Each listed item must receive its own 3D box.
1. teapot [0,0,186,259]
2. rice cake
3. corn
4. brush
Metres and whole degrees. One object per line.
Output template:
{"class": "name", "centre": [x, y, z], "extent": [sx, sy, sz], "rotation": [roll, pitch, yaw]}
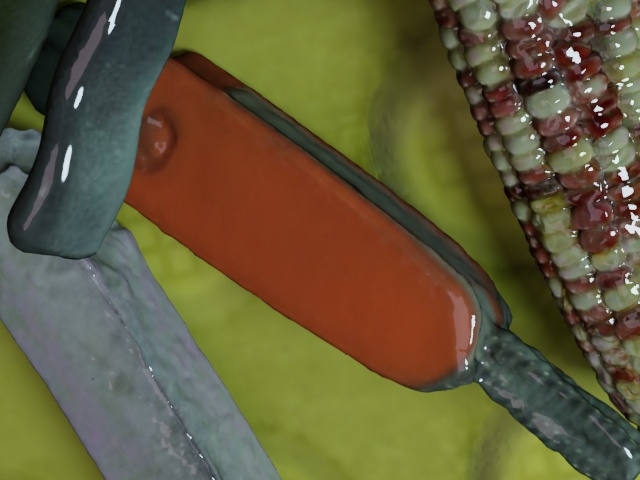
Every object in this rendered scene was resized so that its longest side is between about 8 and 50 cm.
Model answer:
{"class": "teapot", "centre": [-0.161, -0.151, 0.470], "extent": [0.223, 0.305, 0.285], "rotation": [27, 113, -28]}
{"class": "rice cake", "centre": [-0.061, 0.111, 0.637], "extent": [0.073, 0.056, 0.365], "rotation": [-29, 95, 28]}
{"class": "corn", "centre": [0.102, -0.039, 0.512], "extent": [0.079, 0.079, 0.237], "rotation": [-18, 103, 26]}
{"class": "brush", "centre": [0.000, 0.000, 0.566], "extent": [0.323, 0.051, 0.070], "rotation": [37, 112, 19]}
